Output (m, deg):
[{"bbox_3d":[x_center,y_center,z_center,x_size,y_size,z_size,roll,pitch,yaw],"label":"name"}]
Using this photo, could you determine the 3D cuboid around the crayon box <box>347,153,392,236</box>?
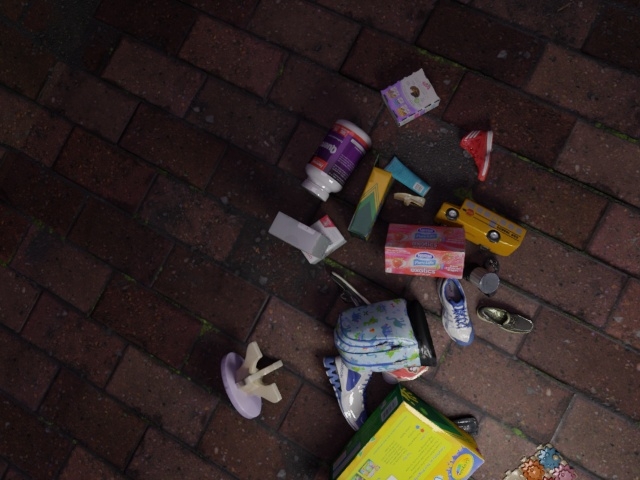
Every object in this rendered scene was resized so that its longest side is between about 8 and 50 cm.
[{"bbox_3d":[0.213,-0.165,1.853,0.083,0.203,0.323,21,88,9],"label":"crayon box"}]

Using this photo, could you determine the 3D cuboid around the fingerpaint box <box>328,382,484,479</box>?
[{"bbox_3d":[0.309,0.829,1.703,0.371,0.163,0.445,36,99,-2],"label":"fingerpaint box"}]

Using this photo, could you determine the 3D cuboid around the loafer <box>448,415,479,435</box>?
[{"bbox_3d":[0.509,0.741,1.786,0.223,0.076,0.078,-7,76,4],"label":"loafer"}]

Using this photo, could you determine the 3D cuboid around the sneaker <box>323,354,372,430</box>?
[{"bbox_3d":[0.151,0.584,1.827,0.182,0.127,0.316,-26,80,7],"label":"sneaker"}]

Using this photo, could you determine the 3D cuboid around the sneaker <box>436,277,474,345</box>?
[{"bbox_3d":[0.533,0.277,1.803,0.111,0.131,0.296,-18,84,4],"label":"sneaker"}]

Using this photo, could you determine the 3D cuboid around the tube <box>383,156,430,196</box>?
[{"bbox_3d":[0.367,-0.266,1.923,0.207,0.052,0.080,41,86,15],"label":"tube"}]

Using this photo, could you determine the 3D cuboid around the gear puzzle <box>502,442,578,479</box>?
[{"bbox_3d":[0.804,0.942,1.740,0.339,0.044,0.175,-40,81,3],"label":"gear puzzle"}]

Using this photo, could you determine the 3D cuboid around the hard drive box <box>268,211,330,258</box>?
[{"bbox_3d":[-0.074,-0.014,1.735,0.181,0.232,0.089,28,89,11],"label":"hard drive box"}]

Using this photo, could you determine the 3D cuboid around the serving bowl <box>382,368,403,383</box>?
[{"bbox_3d":[0.294,0.542,1.858,0.083,0.027,0.083,-1,75,5],"label":"serving bowl"}]

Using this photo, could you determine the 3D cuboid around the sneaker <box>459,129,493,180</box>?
[{"bbox_3d":[0.638,-0.354,1.885,0.128,0.087,0.221,8,73,17],"label":"sneaker"}]

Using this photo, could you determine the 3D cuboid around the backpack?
[{"bbox_3d":[0.230,0.370,1.760,0.355,0.290,0.273,-21,126,17],"label":"backpack"}]

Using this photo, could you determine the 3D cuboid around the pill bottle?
[{"bbox_3d":[0.059,-0.330,1.903,0.181,0.181,0.323,34,89,10],"label":"pill bottle"}]

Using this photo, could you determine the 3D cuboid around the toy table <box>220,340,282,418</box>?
[{"bbox_3d":[-0.273,0.561,1.848,0.161,0.252,0.274,-31,89,21],"label":"toy table"}]

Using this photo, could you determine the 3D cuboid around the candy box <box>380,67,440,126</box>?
[{"bbox_3d":[0.382,-0.608,1.941,0.196,0.070,0.165,-28,81,5],"label":"candy box"}]

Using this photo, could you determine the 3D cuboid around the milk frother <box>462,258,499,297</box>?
[{"bbox_3d":[0.662,0.135,1.794,0.129,0.135,0.143,40,94,-21],"label":"milk frother"}]

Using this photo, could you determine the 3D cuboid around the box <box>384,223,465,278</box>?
[{"bbox_3d":[0.411,0.038,1.794,0.299,0.142,0.154,5,42,15],"label":"box"}]

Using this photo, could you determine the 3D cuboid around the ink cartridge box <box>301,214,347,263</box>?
[{"bbox_3d":[0.000,0.000,1.905,0.176,0.127,0.128,-35,80,3],"label":"ink cartridge box"}]

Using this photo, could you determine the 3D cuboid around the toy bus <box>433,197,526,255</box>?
[{"bbox_3d":[0.633,-0.062,1.820,0.332,0.108,0.130,30,70,10],"label":"toy bus"}]

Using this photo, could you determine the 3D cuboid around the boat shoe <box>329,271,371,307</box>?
[{"bbox_3d":[0.117,0.224,1.889,0.079,0.084,0.233,-45,83,1],"label":"boat shoe"}]

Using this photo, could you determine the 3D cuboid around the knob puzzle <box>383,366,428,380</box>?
[{"bbox_3d":[0.345,0.476,1.842,0.213,0.030,0.213,-1,73,5],"label":"knob puzzle"}]

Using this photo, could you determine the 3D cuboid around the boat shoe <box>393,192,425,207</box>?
[{"bbox_3d":[0.371,-0.168,1.909,0.135,0.050,0.045,12,81,9],"label":"boat shoe"}]

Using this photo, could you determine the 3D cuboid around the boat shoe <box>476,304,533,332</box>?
[{"bbox_3d":[0.732,0.314,1.798,0.223,0.073,0.080,19,87,10],"label":"boat shoe"}]
